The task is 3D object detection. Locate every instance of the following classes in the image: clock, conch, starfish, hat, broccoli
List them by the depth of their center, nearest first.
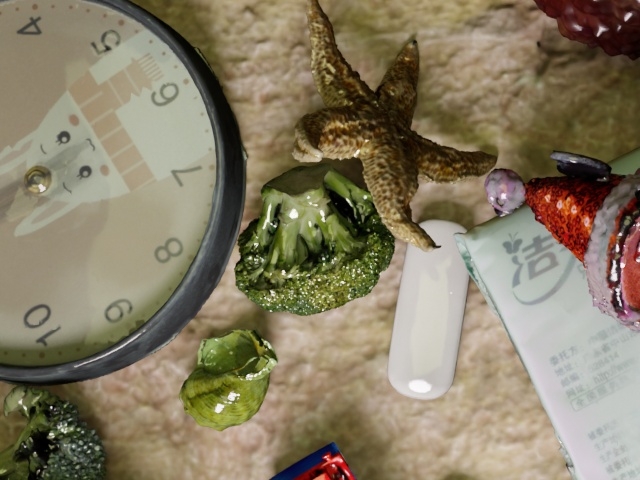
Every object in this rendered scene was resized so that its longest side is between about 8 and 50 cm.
[{"bbox_3d":[0.215,-0.017,1.197,0.140,0.227,0.128,-9,113,-33],"label":"hat"},{"bbox_3d":[0.061,-0.100,1.377,0.062,0.236,0.277,-50,56,39],"label":"starfish"},{"bbox_3d":[0.000,0.000,1.385,0.162,0.145,0.138,-12,126,1],"label":"broccoli"},{"bbox_3d":[-0.083,0.121,1.410,0.121,0.074,0.089,-42,60,39],"label":"conch"},{"bbox_3d":[-0.288,0.220,1.420,0.204,0.118,0.122,-25,112,19],"label":"broccoli"},{"bbox_3d":[-0.262,-0.056,1.449,0.386,0.076,0.386,-1,83,6],"label":"clock"}]

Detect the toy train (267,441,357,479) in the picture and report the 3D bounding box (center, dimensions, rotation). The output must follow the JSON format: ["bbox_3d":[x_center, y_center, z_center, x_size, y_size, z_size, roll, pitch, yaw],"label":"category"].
[{"bbox_3d":[0.031,0.283,1.359,0.083,0.131,0.204,-30,92,-3],"label":"toy train"}]

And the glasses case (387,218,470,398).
[{"bbox_3d":[0.100,0.062,1.412,0.063,0.041,0.164,8,85,9],"label":"glasses case"}]

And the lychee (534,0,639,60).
[{"bbox_3d":[0.291,-0.306,1.313,0.330,0.306,0.306,-19,81,-20],"label":"lychee"}]

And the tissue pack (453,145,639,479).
[{"bbox_3d":[0.365,0.066,1.264,0.405,0.205,0.331,-27,55,5],"label":"tissue pack"}]
